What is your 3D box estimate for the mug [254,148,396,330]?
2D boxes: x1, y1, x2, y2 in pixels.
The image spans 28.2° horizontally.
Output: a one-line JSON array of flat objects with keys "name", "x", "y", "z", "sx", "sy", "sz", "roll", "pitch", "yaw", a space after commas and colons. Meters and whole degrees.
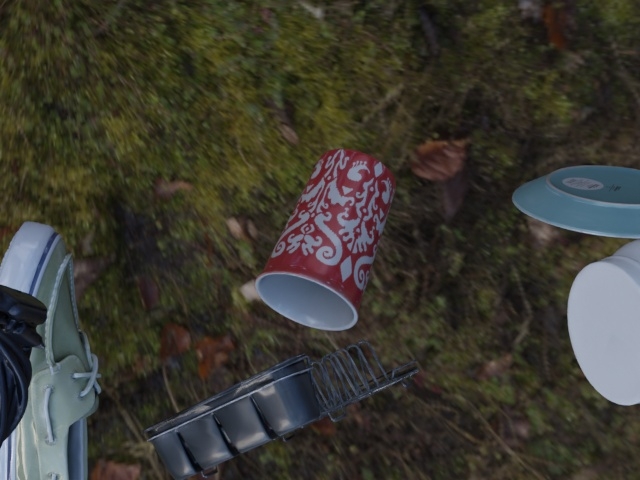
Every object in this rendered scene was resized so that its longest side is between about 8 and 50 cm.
[{"name": "mug", "x": -0.003, "y": -0.005, "z": 1.366, "sx": 0.113, "sy": 0.150, "sz": 0.169, "roll": 51, "pitch": 52, "yaw": -44}]

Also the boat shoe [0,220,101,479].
[{"name": "boat shoe", "x": -0.240, "y": 0.128, "z": 1.126, "sx": 0.094, "sy": 0.109, "sz": 0.302, "roll": 10, "pitch": 113, "yaw": 2}]

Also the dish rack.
[{"name": "dish rack", "x": -0.028, "y": 0.169, "z": 1.327, "sx": 0.208, "sy": 0.271, "sz": 0.074, "roll": -27, "pitch": 82, "yaw": 32}]

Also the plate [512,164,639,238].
[{"name": "plate", "x": 0.273, "y": -0.042, "z": 1.185, "sx": 0.188, "sy": 0.188, "sz": 0.024, "roll": -2, "pitch": 111, "yaw": -12}]

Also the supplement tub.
[{"name": "supplement tub", "x": 0.536, "y": 0.099, "z": 1.779, "sx": 0.324, "sy": 0.235, "sz": 0.236, "roll": -11, "pitch": 105, "yaw": -24}]

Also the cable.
[{"name": "cable", "x": -0.242, "y": 0.096, "z": 0.829, "sx": 0.047, "sy": 0.184, "sz": 0.151, "roll": 23, "pitch": 86, "yaw": 11}]
